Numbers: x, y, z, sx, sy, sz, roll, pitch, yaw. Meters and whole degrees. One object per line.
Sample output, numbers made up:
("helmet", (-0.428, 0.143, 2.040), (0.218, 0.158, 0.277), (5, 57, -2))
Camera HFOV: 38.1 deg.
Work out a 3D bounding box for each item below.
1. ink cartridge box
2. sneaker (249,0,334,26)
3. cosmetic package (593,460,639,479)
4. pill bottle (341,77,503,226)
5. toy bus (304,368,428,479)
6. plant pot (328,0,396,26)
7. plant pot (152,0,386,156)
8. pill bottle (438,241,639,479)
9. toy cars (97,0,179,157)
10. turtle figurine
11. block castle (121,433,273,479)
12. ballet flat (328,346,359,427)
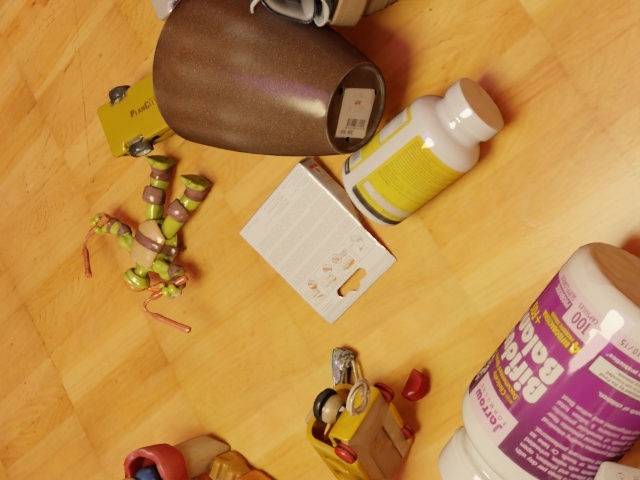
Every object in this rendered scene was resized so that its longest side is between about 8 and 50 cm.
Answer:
("ink cartridge box", (0.000, 0.000, 1.227), (0.179, 0.045, 0.145), (44, 119, 2))
("sneaker", (-0.037, -0.324, 1.078), (0.099, 0.282, 0.153), (6, 95, -10))
("cosmetic package", (0.343, 0.332, 0.884), (0.184, 0.151, 0.151), (11, 125, 6))
("pill bottle", (0.119, -0.104, 1.078), (0.184, 0.103, 0.103), (-38, 74, 32))
("toy bus", (0.035, 0.228, 1.125), (0.104, 0.191, 0.202), (18, 106, 33))
("plant pot", (0.075, -0.356, 1.044), (0.110, 0.237, 0.237), (6, 102, -7))
("plant pot", (-0.043, -0.186, 1.105), (0.230, 0.215, 0.215), (25, 110, 35))
("pill bottle", (0.255, 0.163, 0.974), (0.169, 0.169, 0.301), (44, 117, 23))
("toy cars", (-0.184, -0.282, 1.288), (0.176, 0.087, 0.393), (30, 109, 24))
("turtle figurine", (-0.233, -0.001, 1.352), (0.269, 0.087, 0.217), (36, 107, 36))
("block castle", (-0.180, 0.533, 1.302), (0.303, 0.213, 0.453), (27, 110, 30))
("ballet flat", (0.032, 0.198, 1.219), (0.041, 0.041, 0.114), (9, 101, 34))
